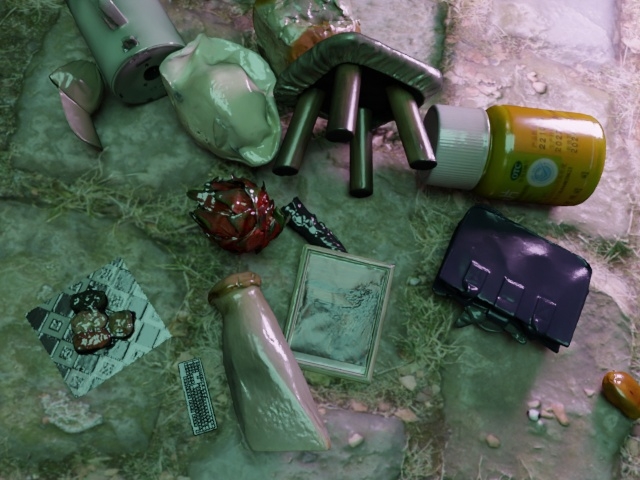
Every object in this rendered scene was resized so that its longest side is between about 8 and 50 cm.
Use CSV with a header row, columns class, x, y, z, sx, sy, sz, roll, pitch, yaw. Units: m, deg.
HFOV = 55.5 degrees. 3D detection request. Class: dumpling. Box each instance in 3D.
class,x,y,z,sx,sy,sz,roll,pitch,yaw
dumpling,-0.209,-0.325,1.411,0.318,0.187,0.243,43,68,-13

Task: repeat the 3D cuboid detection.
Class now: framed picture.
class,x,y,z,sx,sy,sz,roll,pitch,yaw
framed picture,0.036,0.160,1.339,0.216,0.016,0.273,12,83,-2

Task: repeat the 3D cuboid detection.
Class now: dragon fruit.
class,x,y,z,sx,sy,sz,roll,pitch,yaw
dragon fruit,-0.179,-0.056,1.332,0.182,0.182,0.189,-36,75,-16

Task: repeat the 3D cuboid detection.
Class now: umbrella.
class,x,y,z,sx,sy,sz,roll,pitch,yaw
umbrella,0.000,0.000,1.397,0.066,0.059,0.236,-44,83,4

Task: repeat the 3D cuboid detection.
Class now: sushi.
class,x,y,z,sx,sy,sz,roll,pitch,yaw
sushi,-0.473,0.175,1.286,0.231,0.047,0.220,-34,78,-16

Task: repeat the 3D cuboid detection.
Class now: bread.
class,x,y,z,sx,sy,sz,roll,pitch,yaw
bread,-0.023,-0.488,1.449,0.250,0.279,0.225,-28,64,-14

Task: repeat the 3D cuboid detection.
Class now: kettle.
class,x,y,z,sx,sy,sz,roll,pitch,yaw
kettle,-0.474,-0.506,1.404,0.265,0.205,0.318,-10,67,-57

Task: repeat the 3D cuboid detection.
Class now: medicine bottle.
class,x,y,z,sx,sy,sz,roll,pitch,yaw
medicine bottle,0.436,-0.204,1.425,0.384,0.224,0.224,6,71,-5

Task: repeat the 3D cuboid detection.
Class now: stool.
class,x,y,z,sx,sy,sz,roll,pitch,yaw
stool,0.077,-0.259,1.325,0.310,0.310,0.226,12,70,-32

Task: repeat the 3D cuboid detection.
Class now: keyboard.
class,x,y,z,sx,sy,sz,roll,pitch,yaw
keyboard,-0.260,0.327,1.281,0.053,0.010,0.155,-15,74,-10

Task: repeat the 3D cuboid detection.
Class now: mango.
class,x,y,z,sx,sy,sz,roll,pitch,yaw
mango,0.680,0.345,1.359,0.080,0.060,0.114,-23,73,-30

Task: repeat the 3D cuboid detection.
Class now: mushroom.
class,x,y,z,sx,sy,sz,roll,pitch,yaw
mushroom,-0.123,0.262,1.255,0.154,0.137,0.407,-31,71,16

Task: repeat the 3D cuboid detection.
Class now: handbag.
class,x,y,z,sx,sy,sz,roll,pitch,yaw
handbag,0.427,0.101,1.382,0.325,0.118,0.269,28,64,4

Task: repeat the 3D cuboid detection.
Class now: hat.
class,x,y,z,sx,sy,sz,roll,pitch,yaw
hat,-0.516,-0.306,1.385,0.144,0.166,0.173,-45,91,-6
